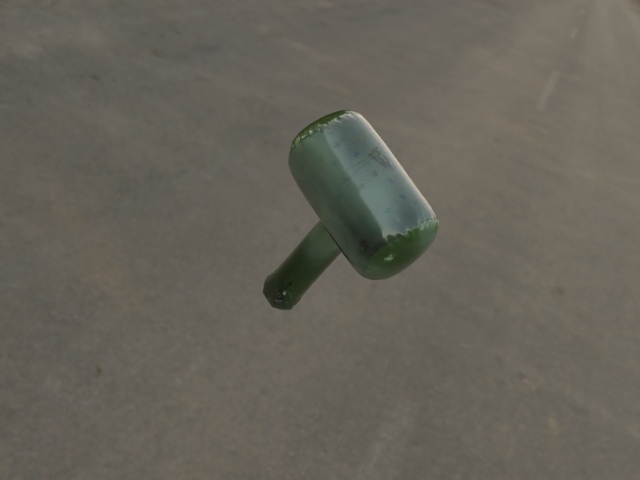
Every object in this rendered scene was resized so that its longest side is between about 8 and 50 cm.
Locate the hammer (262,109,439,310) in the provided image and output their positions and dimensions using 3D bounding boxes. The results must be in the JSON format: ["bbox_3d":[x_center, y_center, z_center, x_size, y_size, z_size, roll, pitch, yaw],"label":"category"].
[{"bbox_3d":[0.000,0.000,1.267,0.119,0.335,0.206,-22,72,-40],"label":"hammer"}]
